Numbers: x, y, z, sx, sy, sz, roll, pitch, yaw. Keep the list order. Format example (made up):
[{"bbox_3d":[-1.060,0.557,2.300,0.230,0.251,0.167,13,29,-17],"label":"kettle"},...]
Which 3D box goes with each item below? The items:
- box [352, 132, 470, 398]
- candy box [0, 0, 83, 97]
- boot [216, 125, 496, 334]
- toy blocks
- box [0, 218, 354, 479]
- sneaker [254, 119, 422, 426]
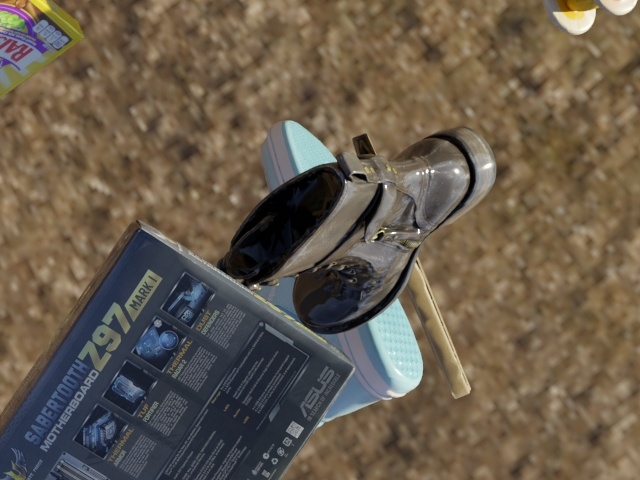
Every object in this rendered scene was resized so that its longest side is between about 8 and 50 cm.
[{"bbox_3d":[0.082,0.023,1.785,0.021,0.164,0.201,-22,132,3],"label":"box"},{"bbox_3d":[-0.295,-0.191,1.673,0.105,0.027,0.206,-32,152,11],"label":"candy box"},{"bbox_3d":[0.000,0.000,1.533,0.229,0.091,0.263,-17,154,-50],"label":"boot"},{"bbox_3d":[0.246,-0.229,1.493,0.054,0.123,0.148,38,149,-21],"label":"toy blocks"},{"bbox_3d":[-0.116,0.130,1.366,0.183,0.059,0.233,33,91,-13],"label":"box"},{"bbox_3d":[-0.044,0.049,1.988,0.208,0.319,0.127,-32,152,23],"label":"sneaker"}]
